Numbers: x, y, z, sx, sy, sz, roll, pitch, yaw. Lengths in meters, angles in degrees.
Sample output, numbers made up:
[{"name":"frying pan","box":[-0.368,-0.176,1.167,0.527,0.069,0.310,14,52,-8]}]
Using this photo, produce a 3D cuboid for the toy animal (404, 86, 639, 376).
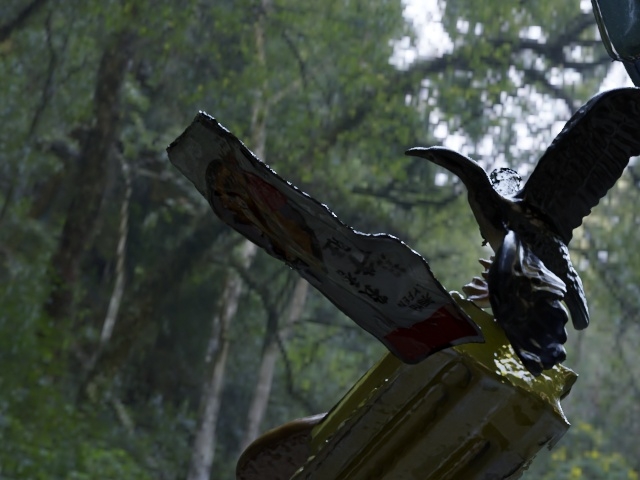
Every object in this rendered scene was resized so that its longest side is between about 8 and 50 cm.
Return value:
[{"name":"toy animal","box":[0.151,-0.002,1.136,0.197,0.272,0.160,20,-37,13]}]

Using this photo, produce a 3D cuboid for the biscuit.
[{"name":"biscuit","box":[0.034,0.245,1.554,0.262,0.037,0.262,-5,-32,-3]}]

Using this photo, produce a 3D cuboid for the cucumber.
[{"name":"cucumber","box":[0.247,-0.047,1.939,0.053,0.181,0.053,6,-58,9]}]

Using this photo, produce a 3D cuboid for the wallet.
[{"name":"wallet","box":[0.308,-0.179,1.320,0.059,0.141,0.202,-23,-33,18]}]

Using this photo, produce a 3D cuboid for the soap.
[{"name":"soap","box":[0.084,0.157,1.126,0.135,0.076,0.233,34,-56,-7]}]

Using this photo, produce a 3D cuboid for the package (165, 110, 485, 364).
[{"name":"package","box":[0.000,0.000,0.957,0.239,0.030,0.154,38,-17,-8]}]
